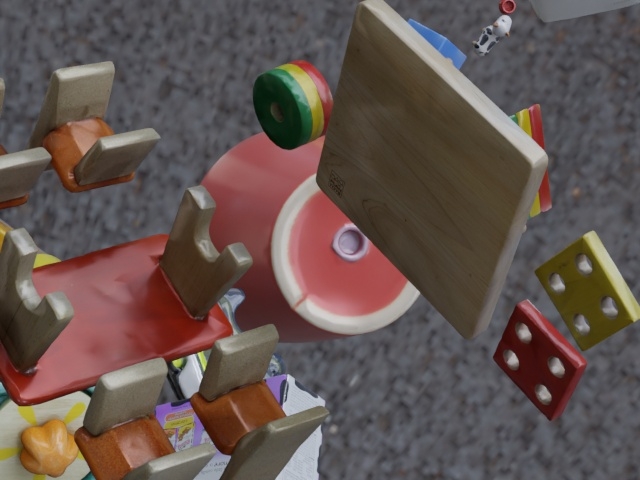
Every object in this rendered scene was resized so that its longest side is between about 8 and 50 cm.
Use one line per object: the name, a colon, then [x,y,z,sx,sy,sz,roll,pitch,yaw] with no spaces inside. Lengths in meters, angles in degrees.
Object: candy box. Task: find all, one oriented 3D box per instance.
candy box: [-0.087,0.244,1.704,0.070,0.165,0.196,38,47,-43]

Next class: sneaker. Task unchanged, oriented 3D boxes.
sneaker: [-0.082,0.185,1.929,0.121,0.111,0.300,-24,89,-11]

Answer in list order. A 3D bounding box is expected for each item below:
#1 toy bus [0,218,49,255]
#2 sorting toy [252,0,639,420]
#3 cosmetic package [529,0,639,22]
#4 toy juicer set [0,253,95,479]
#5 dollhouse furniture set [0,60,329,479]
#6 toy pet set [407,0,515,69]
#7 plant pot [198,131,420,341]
toy bus: [-0.383,0.033,2.027,0.333,0.130,0.108,34,87,27]
sorting toy: [0.070,-0.035,0.906,0.046,0.132,0.274,-25,57,-31]
cosmetic package: [0.162,-0.275,1.165,0.085,0.117,0.231,-10,63,14]
toy juicer set: [-0.277,0.184,1.539,0.209,0.329,0.089,-17,31,-16]
dollhouse furniture set: [-0.169,0.055,0.991,0.259,0.135,0.262,-15,62,-36]
toy pet set: [0.102,-0.193,1.535,0.122,0.065,0.114,33,91,-11]
plant pot: [0.000,0.000,2.078,0.275,0.243,0.275,-1,94,-18]
